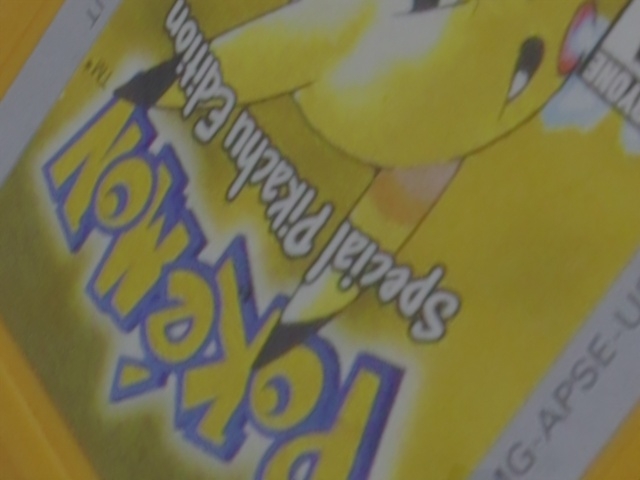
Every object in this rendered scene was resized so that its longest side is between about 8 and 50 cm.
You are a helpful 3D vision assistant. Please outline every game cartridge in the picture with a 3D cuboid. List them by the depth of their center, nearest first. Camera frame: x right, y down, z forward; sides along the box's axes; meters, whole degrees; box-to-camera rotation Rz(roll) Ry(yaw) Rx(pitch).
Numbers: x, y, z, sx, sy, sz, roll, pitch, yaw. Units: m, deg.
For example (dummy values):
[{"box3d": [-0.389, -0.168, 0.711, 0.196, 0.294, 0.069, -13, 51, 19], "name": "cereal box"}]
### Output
[{"box3d": [0.000, 0.000, 0.420, 0.052, 0.324, 0.285, 26, 16, -43], "name": "game cartridge"}]
